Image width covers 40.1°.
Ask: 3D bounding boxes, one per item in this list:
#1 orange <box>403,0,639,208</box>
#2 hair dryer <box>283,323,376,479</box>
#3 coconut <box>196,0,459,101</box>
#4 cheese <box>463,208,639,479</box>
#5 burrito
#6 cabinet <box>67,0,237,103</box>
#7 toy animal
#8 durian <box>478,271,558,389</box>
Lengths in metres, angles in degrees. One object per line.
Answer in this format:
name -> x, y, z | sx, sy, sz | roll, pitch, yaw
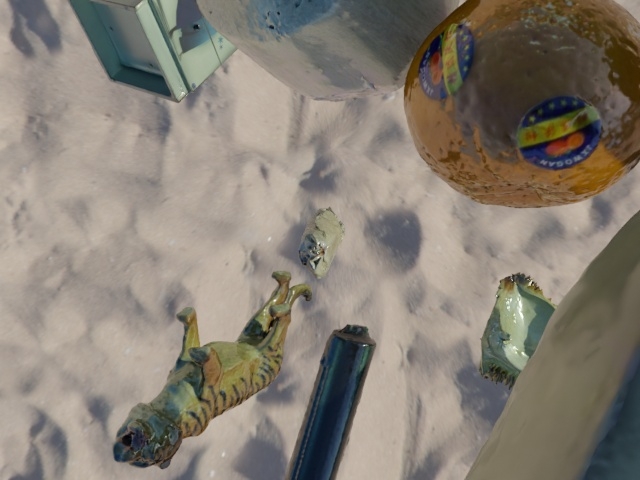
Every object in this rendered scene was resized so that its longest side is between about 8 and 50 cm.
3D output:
orange -> 0.146, -0.101, 0.615 | 0.178, 0.177, 0.155 | -2, 68, 1
hair dryer -> 0.038, 0.239, 0.908 | 0.244, 0.116, 0.302 | 13, 99, -24
coconut -> 0.015, -0.220, 0.738 | 0.224, 0.234, 0.224 | -9, 70, 26
cheese -> 0.238, 0.144, 0.415 | 0.351, 0.129, 0.328 | 23, 85, -6
burrito -> 0.002, -0.001, 1.062 | 0.045, 0.188, 0.058 | -22, 103, 14
cabinet -> -0.185, -0.307, 1.124 | 0.150, 0.145, 0.206 | 21, 59, 32
toy animal -> -0.079, 0.097, 0.712 | 0.057, 0.241, 0.099 | 26, 119, 24
durian -> 0.307, 0.148, 1.353 | 0.144, 0.252, 0.139 | -5, 127, 39
